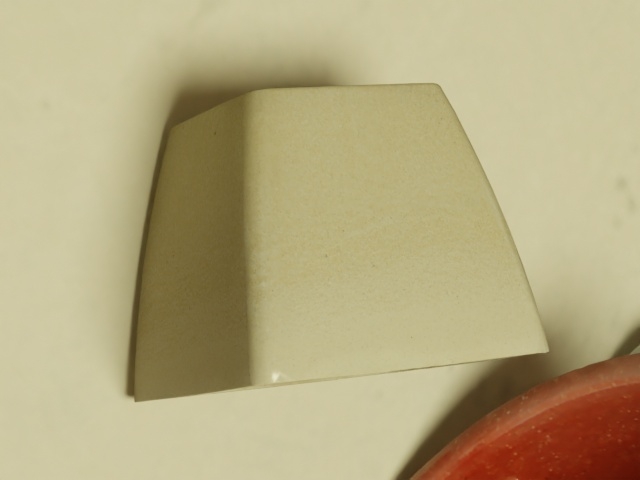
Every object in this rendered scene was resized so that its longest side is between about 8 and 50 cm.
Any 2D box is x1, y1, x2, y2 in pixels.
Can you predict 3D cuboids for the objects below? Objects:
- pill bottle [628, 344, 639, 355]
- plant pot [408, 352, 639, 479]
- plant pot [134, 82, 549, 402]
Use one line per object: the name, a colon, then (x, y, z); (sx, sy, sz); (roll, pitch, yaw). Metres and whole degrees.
pill bottle: (0.170, 0.087, 0.756); (0.116, 0.065, 0.065); (40, 76, -26)
plant pot: (0.163, 0.221, 0.672); (0.265, 0.272, 0.272); (38, 77, -34)
plant pot: (0.000, 0.000, 0.640); (0.109, 0.109, 0.096); (-4, 84, -28)
